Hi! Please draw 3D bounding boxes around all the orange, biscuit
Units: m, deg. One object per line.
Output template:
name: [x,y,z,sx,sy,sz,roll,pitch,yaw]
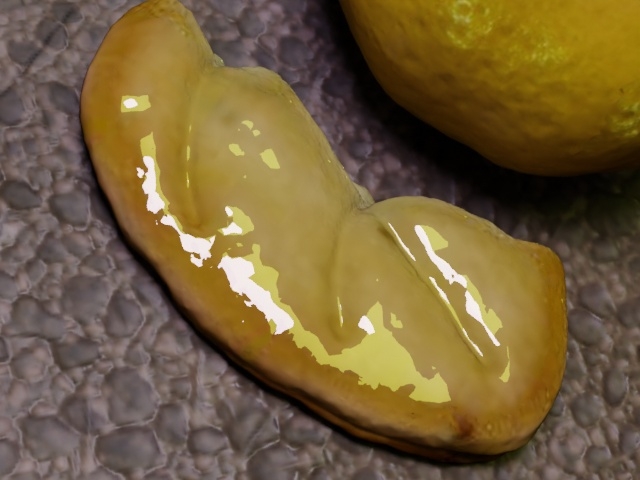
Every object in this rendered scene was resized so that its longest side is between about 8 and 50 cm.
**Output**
orange: [0.140,-0.171,0.814,0.279,0.235,0.279,14,57,-24]
biscuit: [-0.003,0.002,0.776,0.299,0.045,0.154,33,57,-4]
